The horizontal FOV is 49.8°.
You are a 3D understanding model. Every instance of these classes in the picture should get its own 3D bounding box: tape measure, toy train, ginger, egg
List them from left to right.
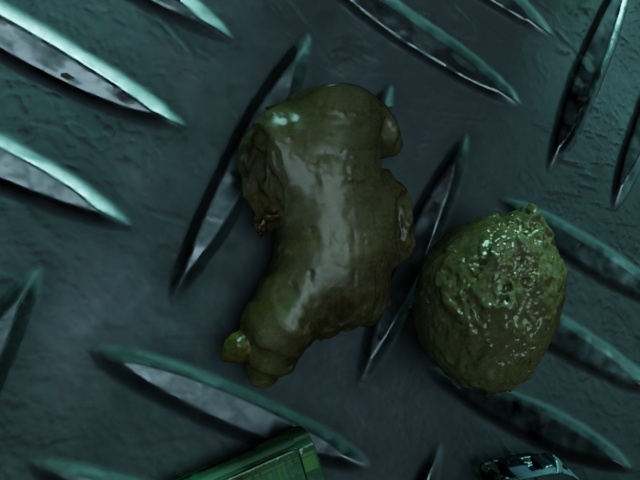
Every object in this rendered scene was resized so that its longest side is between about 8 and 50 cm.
[{"bbox_3d":[-0.063,0.188,0.479,0.147,0.038,0.071,-19,92,-20],"label":"toy train"},{"bbox_3d":[0.005,-0.001,0.493,0.137,0.074,0.214,5,82,-12],"label":"ginger"},{"bbox_3d":[0.127,0.044,0.515,0.116,0.118,0.140,20,69,-18],"label":"egg"},{"bbox_3d":[0.169,0.216,0.559,0.094,0.054,0.091,9,91,-19],"label":"tape measure"}]
